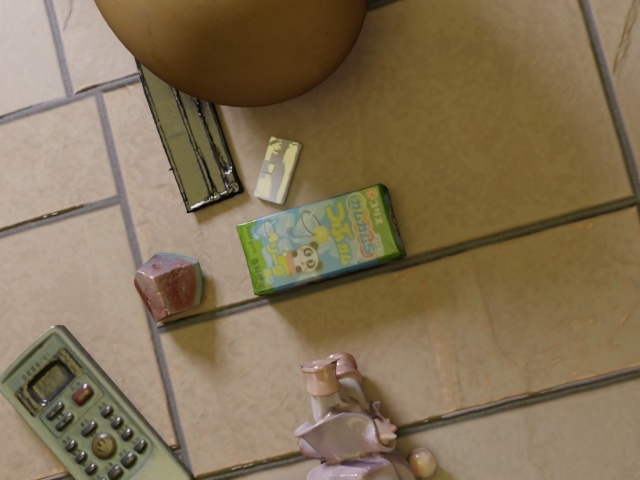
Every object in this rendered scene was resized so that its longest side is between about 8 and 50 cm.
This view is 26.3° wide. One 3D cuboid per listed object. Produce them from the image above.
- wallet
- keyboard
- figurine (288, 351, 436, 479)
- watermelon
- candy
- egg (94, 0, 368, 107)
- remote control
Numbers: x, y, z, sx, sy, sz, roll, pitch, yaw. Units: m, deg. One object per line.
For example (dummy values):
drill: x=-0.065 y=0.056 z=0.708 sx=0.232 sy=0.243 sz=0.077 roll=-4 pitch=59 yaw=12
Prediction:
wallet: x=-0.055 y=-0.090 z=1.757 sx=0.044 sy=0.011 sz=0.083 roll=17 pitch=91 yaw=14
keyboard: x=-0.179 y=-0.163 z=1.788 sx=0.087 sy=0.017 sz=0.250 roll=-21 pitch=83 yaw=10
figurine: x=0.041 y=0.272 z=1.649 sx=0.200 sy=0.133 sz=0.275 roll=-14 pitch=84 yaw=-5
watermelon: x=-0.192 y=0.057 z=1.751 sx=0.092 sy=0.072 sz=0.084 roll=-37 pitch=97 yaw=4
candy: x=0.000 y=0.000 z=1.714 sx=0.195 sy=0.062 sz=0.097 roll=-16 pitch=82 yaw=10
egg: x=-0.116 y=-0.325 z=1.640 sx=0.374 sy=0.301 sz=0.301 roll=43 pitch=96 yaw=19
remote control: x=-0.292 y=0.248 z=1.776 sx=0.123 sy=0.038 sz=0.285 roll=-43 pitch=79 yaw=6
